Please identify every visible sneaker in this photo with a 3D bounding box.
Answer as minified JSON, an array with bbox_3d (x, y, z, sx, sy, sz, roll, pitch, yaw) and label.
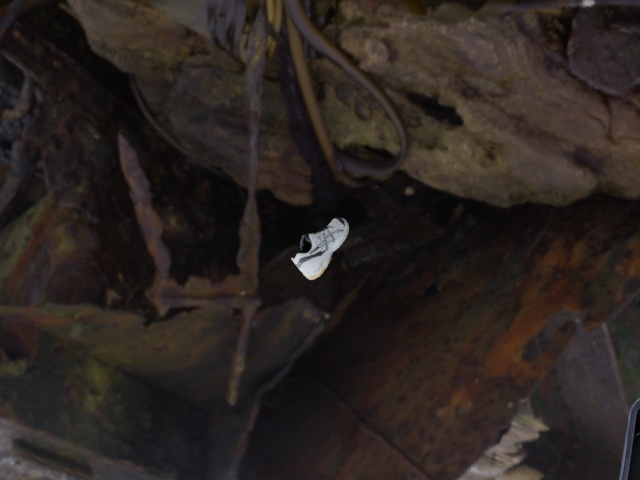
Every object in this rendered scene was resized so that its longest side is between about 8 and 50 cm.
[{"bbox_3d":[0.000,0.000,0.746,0.037,0.083,0.032,42,141,-14],"label":"sneaker"}]

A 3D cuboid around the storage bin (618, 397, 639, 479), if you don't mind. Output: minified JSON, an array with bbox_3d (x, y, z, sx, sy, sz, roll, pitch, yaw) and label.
[{"bbox_3d":[0.347,0.214,0.604,0.180,0.122,0.084,8,156,25],"label":"storage bin"}]
